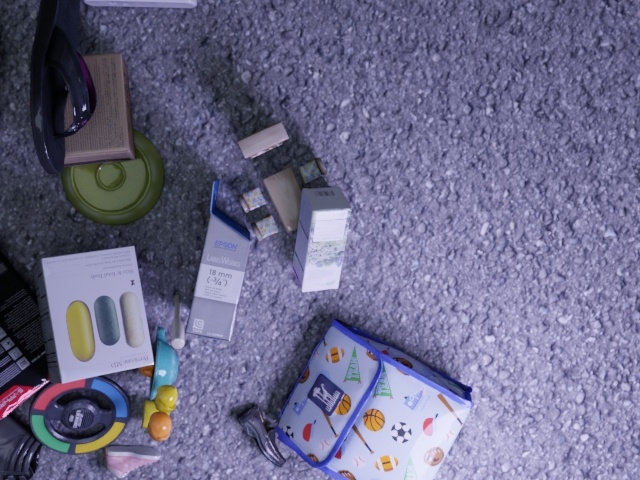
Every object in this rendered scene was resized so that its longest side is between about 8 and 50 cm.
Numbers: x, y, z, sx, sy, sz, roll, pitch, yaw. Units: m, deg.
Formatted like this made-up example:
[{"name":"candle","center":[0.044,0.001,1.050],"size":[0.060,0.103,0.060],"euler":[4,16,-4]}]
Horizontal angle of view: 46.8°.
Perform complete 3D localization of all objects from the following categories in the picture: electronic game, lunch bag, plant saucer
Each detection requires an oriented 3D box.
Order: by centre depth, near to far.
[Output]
[{"name":"plant saucer","center":[-0.489,-0.153,1.733],"size":[0.241,0.037,0.241],"euler":[-1,96,-6]},{"name":"electronic game","center":[-0.567,0.411,1.745],"size":[0.229,0.048,0.229],"euler":[-7,116,-14]},{"name":"lunch bag","center":[0.121,0.413,1.761],"size":[0.385,0.239,0.328],"euler":[30,93,8]}]

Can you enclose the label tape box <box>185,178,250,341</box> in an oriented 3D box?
[{"name":"label tape box","center":[-0.218,0.036,1.676],"size":[0.106,0.240,0.334],"euler":[11,95,-6]}]

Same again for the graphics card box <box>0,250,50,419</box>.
[{"name":"graphics card box","center":[-0.749,0.189,1.663],"size":[0.233,0.094,0.371],"euler":[-42,101,-33]}]

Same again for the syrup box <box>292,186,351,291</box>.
[{"name":"syrup box","center":[0.000,0.000,1.711],"size":[0.093,0.096,0.237],"euler":[-5,128,-18]}]

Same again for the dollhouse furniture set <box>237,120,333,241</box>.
[{"name":"dollhouse furniture set","center":[-0.093,-0.140,1.710],"size":[0.212,0.161,0.242],"euler":[-26,98,-3]}]

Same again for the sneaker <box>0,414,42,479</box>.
[{"name":"sneaker","center":[-0.765,0.562,1.742],"size":[0.147,0.104,0.296],"euler":[28,88,-3]}]

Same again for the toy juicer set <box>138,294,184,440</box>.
[{"name":"toy juicer set","center":[-0.374,0.302,1.704],"size":[0.089,0.209,0.329],"euler":[8,96,-15]}]

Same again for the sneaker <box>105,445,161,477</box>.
[{"name":"sneaker","center":[-0.458,0.542,1.801],"size":[0.134,0.051,0.070],"euler":[5,97,-3]}]

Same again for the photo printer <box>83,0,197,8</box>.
[{"name":"photo printer","center":[-0.405,-0.683,1.651],"size":[0.256,0.107,0.307],"euler":[0,96,-6]}]

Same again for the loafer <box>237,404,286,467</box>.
[{"name":"loafer","center":[-0.133,0.484,1.823],"size":[0.061,0.062,0.170],"euler":[-37,99,-6]}]

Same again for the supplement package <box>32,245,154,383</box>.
[{"name":"supplement package","center":[-0.505,0.165,1.631],"size":[0.199,0.198,0.263],"euler":[-8,85,-27]}]

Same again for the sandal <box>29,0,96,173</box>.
[{"name":"sandal","center":[-0.529,-0.360,1.545],"size":[0.107,0.167,0.446],"euler":[1,80,0]}]

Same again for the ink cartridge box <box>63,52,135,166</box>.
[{"name":"ink cartridge box","center":[-0.528,-0.292,1.665],"size":[0.193,0.088,0.235],"euler":[-6,83,-5]}]
